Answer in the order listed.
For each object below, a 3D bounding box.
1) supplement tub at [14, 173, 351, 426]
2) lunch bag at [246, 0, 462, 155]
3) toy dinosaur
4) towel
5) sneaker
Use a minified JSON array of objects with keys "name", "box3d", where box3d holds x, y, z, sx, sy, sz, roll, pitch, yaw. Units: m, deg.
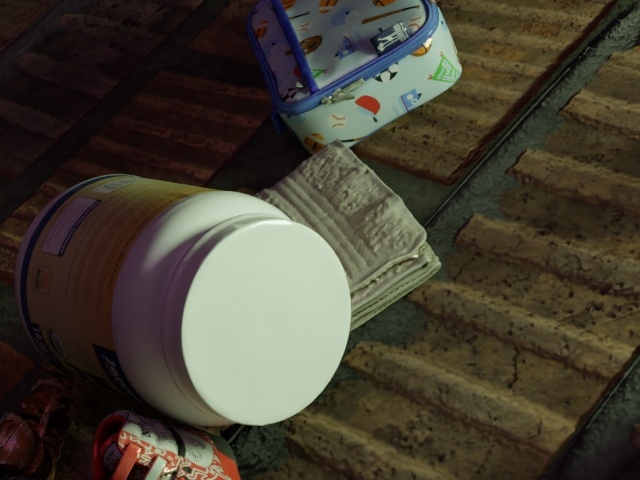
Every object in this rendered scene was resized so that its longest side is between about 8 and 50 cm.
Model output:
[{"name":"supplement tub","box3d":[-0.141,0.057,1.460,0.228,0.228,0.316,-48,31,-22]},{"name":"lunch bag","box3d":[0.030,-0.240,1.817,0.243,0.115,0.303,-28,36,6]},{"name":"toy dinosaur","box3d":[-0.350,0.233,1.537,0.218,0.164,0.322,15,36,26]},{"name":"towel","box3d":[0.000,0.000,1.612,0.187,0.049,0.282,-34,37,-6]},{"name":"sneaker","box3d":[-0.122,0.246,1.316,0.090,0.145,0.270,-61,33,12]}]
